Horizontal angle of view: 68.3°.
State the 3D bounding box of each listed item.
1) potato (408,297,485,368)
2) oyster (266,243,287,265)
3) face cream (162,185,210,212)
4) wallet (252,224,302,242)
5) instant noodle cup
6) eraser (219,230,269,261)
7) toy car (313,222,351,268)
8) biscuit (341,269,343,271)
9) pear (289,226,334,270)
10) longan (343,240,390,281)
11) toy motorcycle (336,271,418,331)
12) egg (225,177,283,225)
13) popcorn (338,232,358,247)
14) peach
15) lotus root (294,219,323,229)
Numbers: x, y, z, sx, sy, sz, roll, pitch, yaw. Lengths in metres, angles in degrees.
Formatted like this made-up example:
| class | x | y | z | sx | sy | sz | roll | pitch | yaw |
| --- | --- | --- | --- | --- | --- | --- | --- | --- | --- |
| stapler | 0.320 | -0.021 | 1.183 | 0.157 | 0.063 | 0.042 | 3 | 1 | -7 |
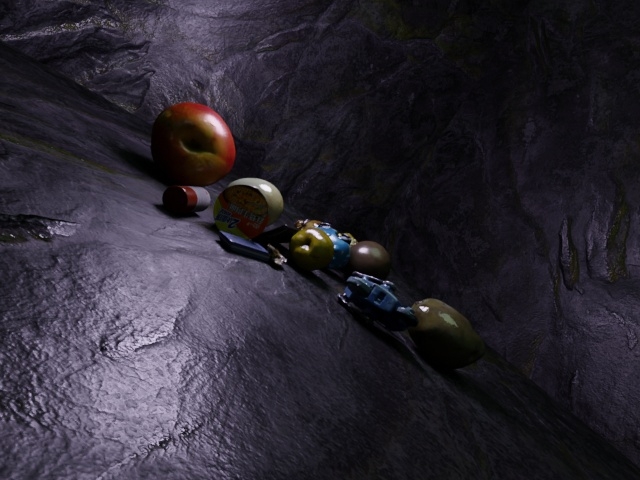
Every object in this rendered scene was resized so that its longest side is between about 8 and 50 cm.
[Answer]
| class | x | y | z | sx | sy | sz | roll | pitch | yaw |
| --- | --- | --- | --- | --- | --- | --- | --- | --- | --- |
| potato | 0.491 | 0.379 | 1.883 | 0.326 | 0.221 | 0.243 | 42 | 17 | -7 |
| oyster | -0.174 | 0.059 | 1.809 | 0.103 | 0.051 | 0.148 | 53 | 12 | 10 |
| face cream | -0.477 | -0.148 | 1.692 | 0.096 | 0.096 | 0.214 | 33 | 8 | 3 |
| wallet | -0.162 | -0.017 | 2.056 | 0.321 | 0.170 | 0.044 | 14 | 60 | -73 |
| instant noodle cup | -0.300 | -0.108 | 1.831 | 0.213 | 0.213 | 0.174 | 32 | 0 | -6 |
| eraser | -0.271 | 0.023 | 1.690 | 0.082 | 0.036 | 0.225 | 36 | 8 | 36 |
| toy car | 0.020 | 0.038 | 2.283 | 0.255 | 0.188 | 0.190 | 33 | 29 | 33 |
| biscuit | 0.152 | 0.154 | 2.545 | 0.183 | 0.061 | 0.118 | 27 | 11 | -29 |
| pear | -0.036 | 0.039 | 1.991 | 0.200 | 0.200 | 0.200 | 32 | 7 | -5 |
| longan | 0.227 | 0.118 | 2.380 | 0.258 | 0.258 | 0.258 | 32 | 7 | -5 |
| toy motorcycle | 0.236 | 0.242 | 1.838 | 0.319 | 0.182 | 0.241 | 34 | 7 | 15 |
| egg | -0.310 | -0.179 | 2.161 | 0.295 | 0.218 | 0.218 | 21 | 3 | 20 |
| popcorn | 0.138 | 0.058 | 2.671 | 0.221 | 0.184 | 0.204 | 45 | 9 | -49 |
| peach | -0.566 | -0.417 | 2.084 | 0.388 | 0.388 | 0.388 | 32 | 7 | -5 |
| lotus root | 0.000 | 0.000 | 2.485 | 0.314 | 0.169 | 0.141 | 40 | 40 | 15 |
